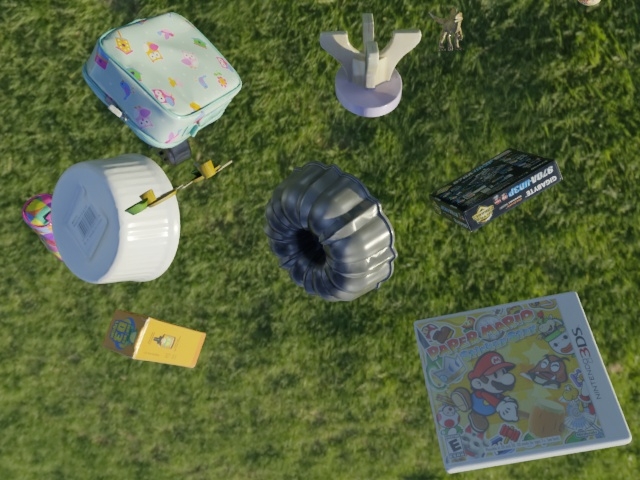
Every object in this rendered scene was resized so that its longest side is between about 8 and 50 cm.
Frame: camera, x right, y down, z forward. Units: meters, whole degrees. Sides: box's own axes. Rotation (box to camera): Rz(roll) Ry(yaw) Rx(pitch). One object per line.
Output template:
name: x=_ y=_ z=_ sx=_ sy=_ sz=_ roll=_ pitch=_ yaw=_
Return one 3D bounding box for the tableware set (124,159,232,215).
tableware set: x=-0.206 y=-0.081 z=0.911 sx=0.154 sy=0.104 sz=0.024 roll=-20 pitch=106 yaw=29

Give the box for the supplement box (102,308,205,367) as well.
supplement box: x=-0.309 y=0.189 z=1.219 sx=0.080 sy=0.078 sz=0.233 roll=16 pitch=170 yaw=18

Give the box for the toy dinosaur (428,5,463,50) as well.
toy dinosaur: x=0.288 y=-0.468 z=1.415 sx=0.053 sy=0.183 sz=0.092 roll=-3 pitch=108 yaw=-7

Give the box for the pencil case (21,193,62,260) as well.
pencil case: x=-0.668 y=-0.028 z=1.625 sx=0.105 sy=0.104 sz=0.236 roll=12 pitch=157 yaw=3

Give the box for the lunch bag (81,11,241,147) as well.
lunch bag: x=-0.282 y=-0.293 z=1.183 sx=0.224 sy=0.279 sz=0.108 roll=47 pitch=127 yaw=-7

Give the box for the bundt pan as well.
bundt pan: x=0.000 y=0.000 z=1.407 sx=0.331 sy=0.124 sz=0.330 roll=29 pitch=138 yaw=30

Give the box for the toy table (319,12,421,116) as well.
toy table: x=0.127 y=-0.458 z=1.646 sx=0.252 sy=0.274 sz=0.160 roll=-9 pitch=132 yaw=-8

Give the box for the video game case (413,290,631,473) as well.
video game case: x=0.253 y=0.180 z=0.838 sx=0.227 sy=0.206 sz=0.026 roll=-12 pitch=147 yaw=6

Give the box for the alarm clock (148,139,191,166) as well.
alarm clock: x=-0.346 y=-0.233 z=1.451 sx=0.129 sy=0.064 sz=0.192 roll=62 pitch=156 yaw=-13

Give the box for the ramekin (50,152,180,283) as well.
ramekin: x=-0.433 y=-0.041 z=1.327 sx=0.277 sy=0.135 sz=0.277 roll=7 pitch=101 yaw=35

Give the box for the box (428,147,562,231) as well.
box: x=0.358 y=-0.111 z=1.337 sx=0.220 sy=0.175 sz=0.051 roll=-30 pitch=111 yaw=-6

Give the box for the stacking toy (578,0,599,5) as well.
stacking toy: x=0.503 y=-0.569 z=1.305 sx=0.175 sy=0.165 sz=0.302 roll=2 pitch=162 yaw=43
